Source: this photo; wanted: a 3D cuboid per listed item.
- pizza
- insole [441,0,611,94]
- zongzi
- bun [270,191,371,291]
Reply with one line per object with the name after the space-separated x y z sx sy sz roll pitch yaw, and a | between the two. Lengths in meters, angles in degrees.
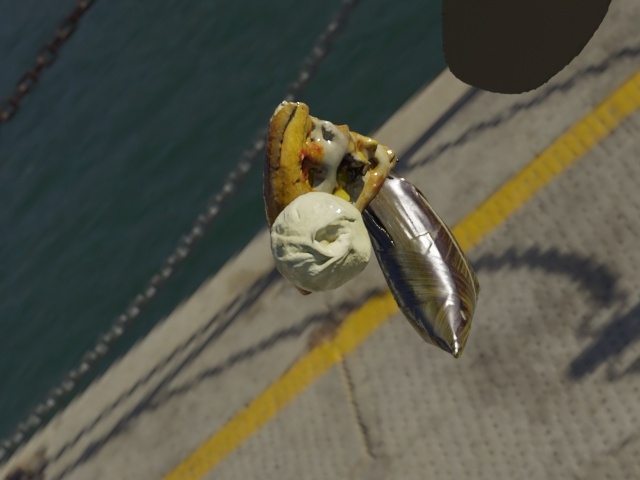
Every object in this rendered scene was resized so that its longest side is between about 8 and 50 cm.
0.016 -0.043 1.413 0.036 0.176 0.185 16 110 44 | pizza
0.060 -0.082 0.399 0.135 0.045 0.002 104 -176 -55 | insole
0.092 0.018 1.503 0.084 0.187 0.184 -31 5 10 | zongzi
0.000 0.000 1.263 0.086 0.086 0.055 -54 -2 -12 | bun
